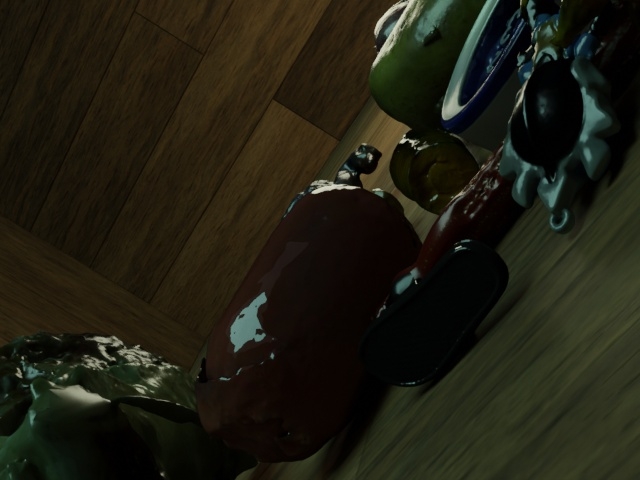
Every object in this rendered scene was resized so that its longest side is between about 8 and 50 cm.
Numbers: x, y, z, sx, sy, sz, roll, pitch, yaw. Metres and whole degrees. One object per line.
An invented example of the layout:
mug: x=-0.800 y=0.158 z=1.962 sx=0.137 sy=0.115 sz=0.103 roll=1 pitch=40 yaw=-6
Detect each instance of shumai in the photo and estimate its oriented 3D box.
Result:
shumai: x=-0.244 y=0.245 z=1.019 sx=0.395 sy=0.395 sz=0.348 roll=-61 pitch=6 yaw=-27

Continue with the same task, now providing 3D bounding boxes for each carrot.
carrot: x=0.113 y=-0.072 z=1.032 sx=0.082 sy=0.082 sz=0.173 roll=-57 pitch=5 yaw=9

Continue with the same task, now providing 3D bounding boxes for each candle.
candle: x=0.143 y=-0.047 z=0.796 sx=0.329 sy=0.048 sz=0.051 roll=-55 pitch=-2 yaw=25

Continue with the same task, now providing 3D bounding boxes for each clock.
clock: x=0.191 y=-0.184 z=0.881 sx=0.230 sy=0.083 sz=0.230 roll=-156 pitch=90 yaw=-82

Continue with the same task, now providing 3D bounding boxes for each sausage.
sausage: x=-0.007 y=0.070 z=0.927 sx=0.280 sy=0.152 sz=0.152 roll=-59 pitch=5 yaw=-29

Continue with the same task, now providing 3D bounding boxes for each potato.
potato: x=0.155 y=-0.220 z=1.114 sx=0.228 sy=0.148 sz=0.197 roll=-55 pitch=-7 yaw=14

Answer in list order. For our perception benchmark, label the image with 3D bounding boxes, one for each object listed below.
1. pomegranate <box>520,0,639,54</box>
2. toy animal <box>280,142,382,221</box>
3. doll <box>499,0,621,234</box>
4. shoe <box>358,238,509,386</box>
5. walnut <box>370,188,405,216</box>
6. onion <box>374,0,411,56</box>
pomegranate: x=0.184 y=-0.230 z=0.583 sx=0.221 sy=0.221 sz=0.257 roll=-64 pitch=-8 yaw=-48
toy animal: x=0.000 y=0.000 z=1.450 sx=0.185 sy=0.122 sz=0.298 roll=-93 pitch=27 yaw=-62
doll: x=0.162 y=-0.092 z=0.691 sx=0.096 sy=0.070 sz=0.195 roll=-25 pitch=48 yaw=47
shoe: x=0.087 y=0.049 z=0.734 sx=0.053 sy=0.062 sz=0.159 roll=-45 pitch=-6 yaw=-46
walnut: x=0.046 y=0.021 z=1.183 sx=0.170 sy=0.069 sz=0.143 roll=-57 pitch=7 yaw=27
onion: x=0.168 y=-0.260 z=1.330 sx=0.195 sy=0.159 sz=0.159 roll=-25 pitch=10 yaw=6
